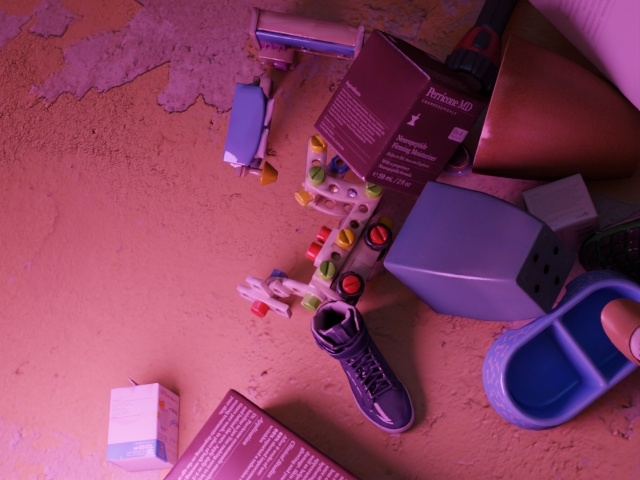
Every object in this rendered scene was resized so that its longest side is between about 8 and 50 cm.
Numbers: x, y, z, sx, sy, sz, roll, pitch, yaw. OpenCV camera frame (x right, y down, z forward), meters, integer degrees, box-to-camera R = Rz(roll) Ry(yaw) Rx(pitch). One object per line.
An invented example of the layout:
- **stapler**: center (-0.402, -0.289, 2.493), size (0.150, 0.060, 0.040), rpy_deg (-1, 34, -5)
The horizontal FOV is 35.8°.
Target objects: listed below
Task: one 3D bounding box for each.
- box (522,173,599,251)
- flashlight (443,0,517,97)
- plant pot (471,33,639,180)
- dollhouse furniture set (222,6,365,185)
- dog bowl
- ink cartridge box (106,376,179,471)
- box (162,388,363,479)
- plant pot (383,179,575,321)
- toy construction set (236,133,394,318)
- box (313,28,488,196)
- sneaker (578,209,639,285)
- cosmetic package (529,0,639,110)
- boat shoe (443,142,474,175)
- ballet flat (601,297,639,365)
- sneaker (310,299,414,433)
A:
- **box**: center (0.392, -0.038, 1.609), size (0.101, 0.101, 0.087), rpy_deg (-18, 61, 9)
- **flashlight**: center (0.318, -0.402, 1.817), size (0.103, 0.103, 0.304), rpy_deg (1, 58, 47)
- **plant pot**: center (0.400, -0.191, 1.629), size (0.254, 0.237, 0.237), rpy_deg (17, 71, 8)
- **dollhouse furniture set**: center (-0.045, -0.234, 1.811), size (0.198, 0.286, 0.304), rpy_deg (11, 88, 2)
- **dog bowl**: center (0.384, 0.167, 1.491), size (0.297, 0.074, 0.166), rpy_deg (-37, 87, -2)
- **ink cartridge box**: center (-0.297, 0.307, 1.670), size (0.089, 0.092, 0.143), rpy_deg (-8, 64, 14)
- **box**: center (-0.034, 0.413, 1.510), size (0.381, 0.143, 0.191), rpy_deg (31, 77, 29)
- **plant pot**: center (0.258, 0.028, 1.535), size (0.234, 0.165, 0.166), rpy_deg (13, 68, 51)
- **toy construction set**: center (0.000, 0.000, 1.689), size (0.215, 0.151, 0.328), rpy_deg (29, 83, 4)
- **box**: center (0.132, -0.210, 1.663), size (0.203, 0.168, 0.167), rpy_deg (-57, 49, 21)
- **sneaker**: center (0.573, -0.022, 1.550), size (0.343, 0.134, 0.146), rpy_deg (-19, 28, 15)
- **cosmetic package**: center (0.591, -0.438, 1.550), size (0.329, 0.327, 0.394), rpy_deg (-19, 57, -25)
- **boat shoe**: center (0.199, -0.186, 1.763), size (0.066, 0.066, 0.183), rpy_deg (-43, 60, -5)
- **ballet flat**: center (0.499, 0.168, 1.418), size (0.232, 0.073, 0.080), rpy_deg (40, 95, -15)
- **sneaker**: center (0.063, 0.195, 1.570), size (0.086, 0.163, 0.226), rpy_deg (-33, 61, -1)
